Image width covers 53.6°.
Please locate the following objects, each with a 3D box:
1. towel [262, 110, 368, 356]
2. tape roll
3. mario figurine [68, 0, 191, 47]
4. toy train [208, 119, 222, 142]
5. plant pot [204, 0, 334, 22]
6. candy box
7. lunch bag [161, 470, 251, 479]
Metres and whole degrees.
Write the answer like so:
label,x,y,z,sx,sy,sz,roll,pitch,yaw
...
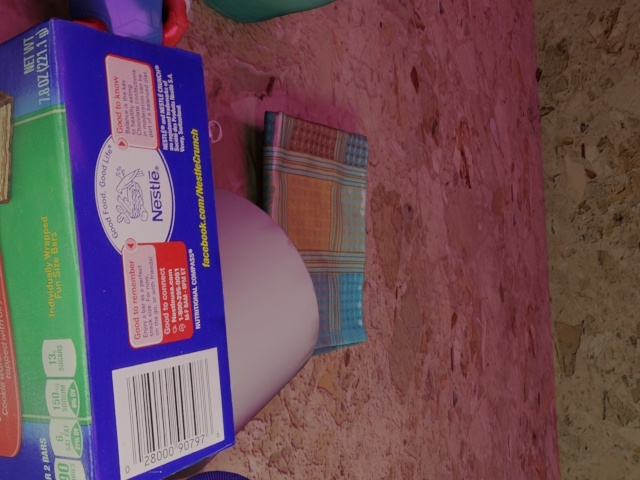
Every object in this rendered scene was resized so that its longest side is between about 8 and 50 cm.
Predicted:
label,x,y,z,sx,sy,sz,roll,pitch,yaw
towel,0.000,0.000,1.005,0.271,0.040,0.370,0,91,-56
tape roll,-0.146,0.085,0.630,0.169,0.246,0.246,-38,115,-52
mario figurine,-0.232,-0.218,0.666,0.170,0.198,0.320,-139,-136,-76
toy train,-0.164,-0.069,0.808,0.125,0.046,0.166,-10,96,-57
plant pot,-0.016,-0.430,0.829,0.272,0.255,0.271,-18,114,-45
candy box,-0.225,0.023,0.460,0.122,0.317,0.268,-2,86,-54
lunch bag,-0.168,0.327,0.436,0.328,0.386,0.238,-23,104,-54
